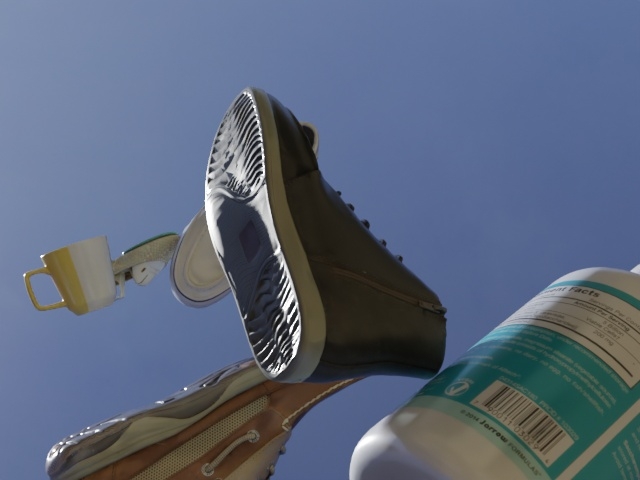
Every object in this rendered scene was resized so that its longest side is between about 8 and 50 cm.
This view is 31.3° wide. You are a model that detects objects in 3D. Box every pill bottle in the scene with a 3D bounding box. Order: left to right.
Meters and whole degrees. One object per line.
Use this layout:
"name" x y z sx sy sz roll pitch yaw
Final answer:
"pill bottle" 0.154 0.112 0.710 0.264 0.146 0.146 -32 -120 -32

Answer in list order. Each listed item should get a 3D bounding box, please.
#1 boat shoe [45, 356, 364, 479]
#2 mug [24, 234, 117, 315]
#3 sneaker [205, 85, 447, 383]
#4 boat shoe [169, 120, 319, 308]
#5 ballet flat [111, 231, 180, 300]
"boat shoe" -0.091 0.186 1.082 0.324 0.123 0.116 -22 -91 -15
"mug" -0.225 0.037 1.057 0.078 0.064 0.062 -19 -179 10
"sneaker" 0.000 0.000 0.751 0.118 0.083 0.222 10 -130 -34
"boat shoe" -0.087 -0.036 1.385 0.096 0.088 0.267 41 -106 1
"ballet flat" -0.241 0.043 1.428 0.057 0.168 0.052 29 -140 -67
